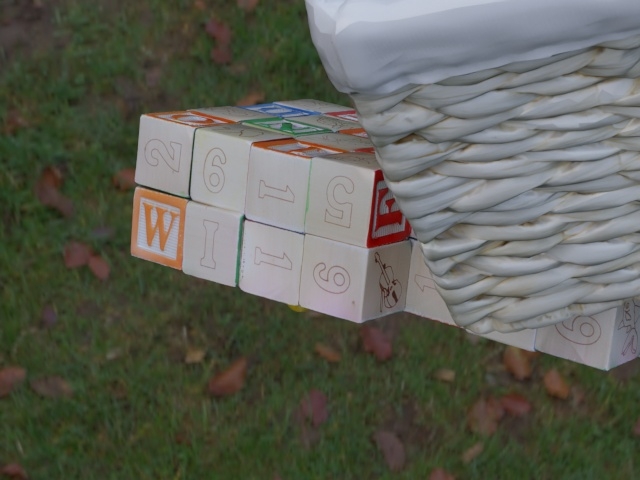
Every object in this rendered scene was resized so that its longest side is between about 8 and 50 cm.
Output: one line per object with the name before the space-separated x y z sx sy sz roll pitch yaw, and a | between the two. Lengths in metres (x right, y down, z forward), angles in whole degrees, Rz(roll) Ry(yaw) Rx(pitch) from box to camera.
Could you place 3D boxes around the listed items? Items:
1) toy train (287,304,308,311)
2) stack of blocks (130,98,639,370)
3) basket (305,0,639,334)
toy train | 0.000 0.000 1.152 0.046 0.166 0.125 -35 106 -31
stack of blocks | 0.056 -0.011 0.831 0.297 0.087 0.171 16 16 33
basket | 0.168 -0.167 0.635 0.328 0.266 0.331 -12 55 11
